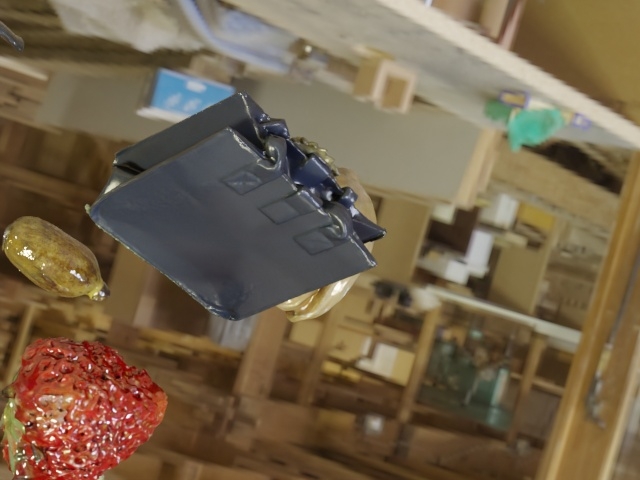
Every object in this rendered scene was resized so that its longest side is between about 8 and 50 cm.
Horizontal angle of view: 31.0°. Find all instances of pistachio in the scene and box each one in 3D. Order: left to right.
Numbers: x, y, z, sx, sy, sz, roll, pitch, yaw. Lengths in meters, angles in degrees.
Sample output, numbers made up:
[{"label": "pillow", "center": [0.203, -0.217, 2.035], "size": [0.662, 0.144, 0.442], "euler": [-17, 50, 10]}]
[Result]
[{"label": "pistachio", "center": [0.000, 0.000, 1.959], "size": [0.162, 0.293, 0.181], "euler": [34, 154, -26]}]

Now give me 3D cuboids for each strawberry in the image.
[{"label": "strawberry", "center": [-0.284, 0.207, 1.378], "size": [0.201, 0.187, 0.184], "euler": [2, -171, -21]}]

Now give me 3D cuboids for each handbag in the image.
[{"label": "handbag", "center": [-0.109, -0.043, 1.592], "size": [0.329, 0.122, 0.303], "euler": [-22, 129, 39]}]

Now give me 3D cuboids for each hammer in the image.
[{"label": "hammer", "center": [-0.550, -0.371, 1.967], "size": [0.029, 0.103, 0.246], "euler": [4, 177, 4]}]

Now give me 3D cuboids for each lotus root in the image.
[{"label": "lotus root", "center": [-0.560, 0.048, 2.457], "size": [0.260, 0.128, 0.145], "euler": [34, 178, -14]}]

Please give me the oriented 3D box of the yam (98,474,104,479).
[{"label": "yam", "center": [-0.497, 0.390, 2.212], "size": [0.061, 0.061, 0.274], "euler": [19, -168, -44]}]
